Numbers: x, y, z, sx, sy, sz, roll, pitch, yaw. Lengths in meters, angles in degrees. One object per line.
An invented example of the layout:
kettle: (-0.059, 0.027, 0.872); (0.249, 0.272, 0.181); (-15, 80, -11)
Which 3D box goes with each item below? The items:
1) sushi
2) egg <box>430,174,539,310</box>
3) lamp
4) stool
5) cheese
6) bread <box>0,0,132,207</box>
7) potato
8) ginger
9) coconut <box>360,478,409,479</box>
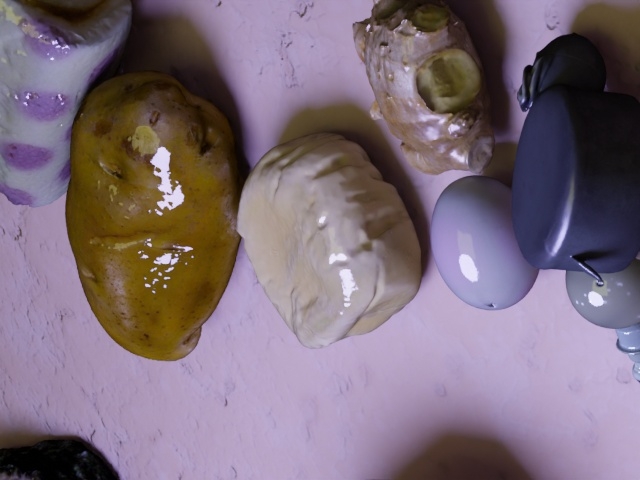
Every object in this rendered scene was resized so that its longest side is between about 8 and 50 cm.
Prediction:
sushi: (-0.418, 0.393, 2.349); (0.350, 0.171, 0.211); (0, 110, 44)
egg: (0.157, 0.002, 1.595); (0.103, 0.103, 0.135); (2, 118, 45)
lamp: (0.284, 0.068, 1.531); (0.091, 0.091, 0.163); (2, 130, 45)
stool: (0.245, -0.072, 1.430); (0.153, 0.139, 0.228); (152, 122, -75)
cheese: (0.000, 0.000, 1.750); (0.214, 0.117, 0.226); (62, 144, 8)
bread: (-0.336, -0.192, 1.910); (0.187, 0.155, 0.338); (43, 145, 8)
potato: (-0.186, -0.024, 1.889); (0.176, 0.195, 0.369); (-113, 25, -53)
ginger: (0.095, -0.159, 1.571); (0.216, 0.102, 0.157); (68, 166, -15)
coconut: (0.078, 0.437, 1.733); (0.346, 0.346, 0.360); (51, 129, 12)
